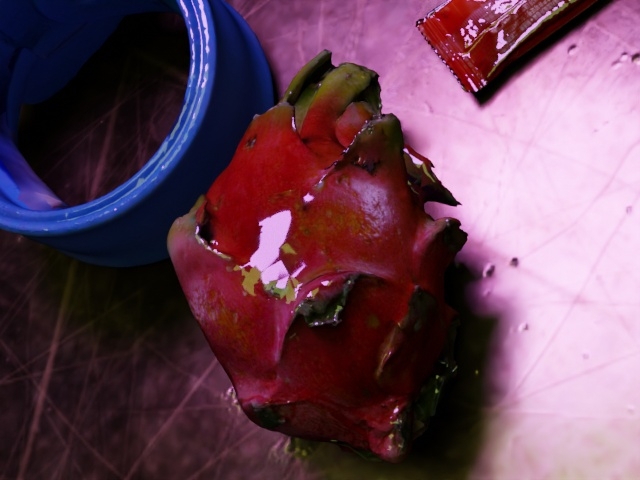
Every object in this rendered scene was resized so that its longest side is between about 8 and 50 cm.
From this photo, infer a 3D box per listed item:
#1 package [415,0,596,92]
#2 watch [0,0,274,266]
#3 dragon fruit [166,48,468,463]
[{"bbox_3d":[0.167,-0.188,0.865,0.200,0.022,0.083,-35,59,8],"label":"package"},{"bbox_3d":[-0.204,-0.096,0.908,0.305,0.241,0.274,-45,72,6],"label":"watch"},{"bbox_3d":[0.020,0.007,0.787,0.200,0.198,0.269,34,56,-1],"label":"dragon fruit"}]
